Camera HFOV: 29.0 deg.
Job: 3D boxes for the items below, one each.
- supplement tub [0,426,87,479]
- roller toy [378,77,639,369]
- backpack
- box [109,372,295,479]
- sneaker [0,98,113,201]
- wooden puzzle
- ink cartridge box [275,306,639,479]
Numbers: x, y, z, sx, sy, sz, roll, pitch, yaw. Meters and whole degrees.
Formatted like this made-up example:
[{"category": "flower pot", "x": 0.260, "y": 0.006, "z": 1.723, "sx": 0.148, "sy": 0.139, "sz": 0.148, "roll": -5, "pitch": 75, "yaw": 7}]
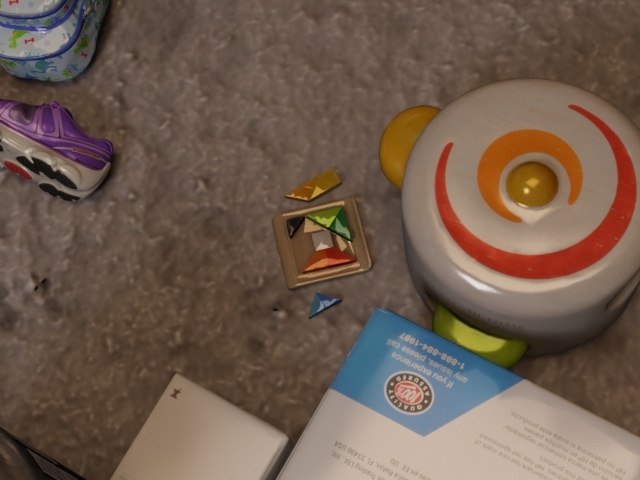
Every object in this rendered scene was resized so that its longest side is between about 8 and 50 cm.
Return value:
[{"category": "supplement tub", "x": -0.243, "y": 0.215, "z": 0.805, "sx": 0.193, "sy": 0.316, "sz": 0.193, "roll": -2, "pitch": 70, "yaw": 6}, {"category": "roller toy", "x": 0.157, "y": -0.021, "z": 0.940, "sx": 0.191, "sy": 0.146, "sz": 0.209, "roll": -17, "pitch": 68, "yaw": -1}, {"category": "backpack", "x": -0.247, "y": -0.204, "z": 1.088, "sx": 0.105, "sy": 0.084, "sz": 0.114, "roll": 5, "pitch": 73, "yaw": 10}, {"category": "box", "x": -0.084, "y": 0.172, "z": 0.925, "sx": 0.101, "sy": 0.087, "sz": 0.102, "roll": 28, "pitch": 75, "yaw": 15}, {"category": "sneaker", "x": -0.254, "y": -0.096, "z": 1.069, "sx": 0.170, "sy": 0.068, "sz": 0.071, "roll": 30, "pitch": 60, "yaw": 7}, {"category": "wooden puzzle", "x": 0.000, "y": 0.000, "z": 1.021, "sx": 0.078, "sy": 0.014, "sz": 0.116, "roll": -21, "pitch": 69, "yaw": -2}, {"category": "ink cartridge box", "x": 0.066, "y": 0.239, "z": 0.862, "sx": 0.223, "sy": 0.129, "sz": 0.307, "roll": 27, "pitch": 74, "yaw": 15}]
